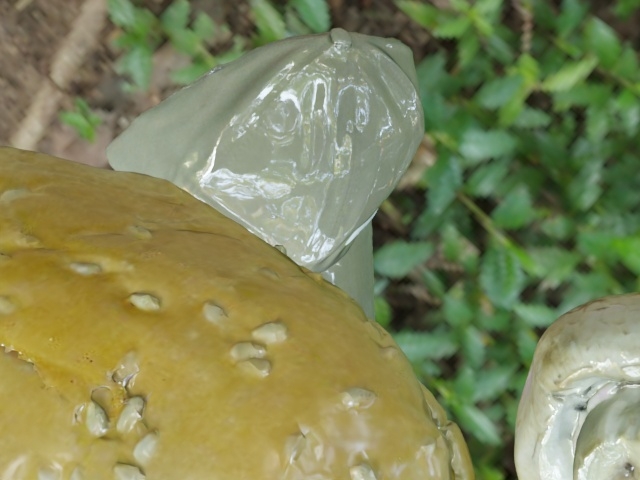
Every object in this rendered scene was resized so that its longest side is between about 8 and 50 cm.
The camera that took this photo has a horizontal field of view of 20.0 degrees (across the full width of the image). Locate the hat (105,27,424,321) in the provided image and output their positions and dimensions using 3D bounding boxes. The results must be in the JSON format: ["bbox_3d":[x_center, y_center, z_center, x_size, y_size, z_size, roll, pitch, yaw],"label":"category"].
[{"bbox_3d":[0.000,0.000,0.909,0.166,0.173,0.144,-14,164,-35],"label":"hat"}]

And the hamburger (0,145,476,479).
[{"bbox_3d":[-0.099,0.098,0.587,0.259,0.283,0.144,-65,158,-11],"label":"hamburger"}]

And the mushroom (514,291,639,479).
[{"bbox_3d":[0.162,0.095,0.894,0.148,0.148,0.112,-68,170,25],"label":"mushroom"}]
